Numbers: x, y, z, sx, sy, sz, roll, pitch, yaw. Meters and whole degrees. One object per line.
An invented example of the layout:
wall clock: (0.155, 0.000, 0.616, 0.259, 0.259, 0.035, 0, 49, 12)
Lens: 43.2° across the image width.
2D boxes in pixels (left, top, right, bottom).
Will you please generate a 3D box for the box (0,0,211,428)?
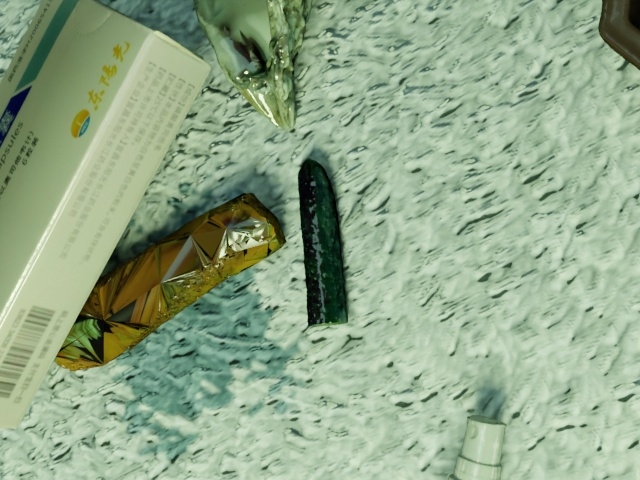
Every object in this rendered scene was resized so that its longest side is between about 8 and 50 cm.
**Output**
box: (-0.243, -0.038, 0.689, 0.200, 0.065, 0.343, 35, 98, 43)

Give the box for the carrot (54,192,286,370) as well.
carrot: (-0.129, 0.035, 0.666, 0.229, 0.069, 0.069, -32, 72, 16)

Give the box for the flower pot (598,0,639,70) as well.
flower pot: (0.302, -0.123, 0.483, 0.179, 0.084, 0.251, -46, 69, 11)

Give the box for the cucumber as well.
cucumber: (0.000, 0.000, 0.627, 0.032, 0.032, 0.133, -10, 78, 22)

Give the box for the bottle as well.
bottle: (0.093, 0.227, 0.543, 0.060, 0.060, 0.217, 12, 88, 24)

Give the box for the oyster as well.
oyster: (-0.039, -0.246, 0.645, 0.199, 0.087, 0.252, -42, 62, 23)
